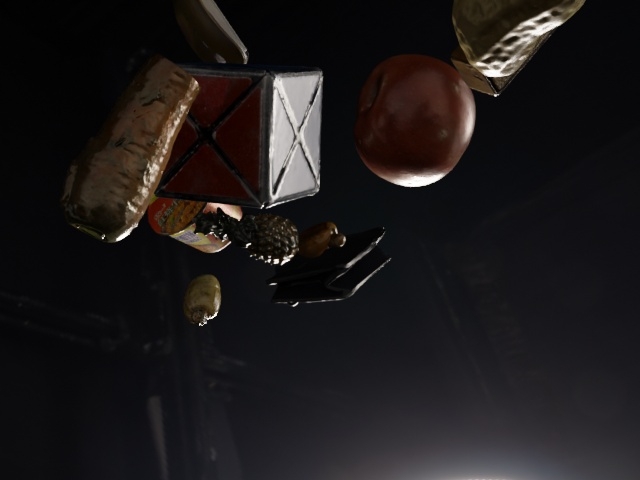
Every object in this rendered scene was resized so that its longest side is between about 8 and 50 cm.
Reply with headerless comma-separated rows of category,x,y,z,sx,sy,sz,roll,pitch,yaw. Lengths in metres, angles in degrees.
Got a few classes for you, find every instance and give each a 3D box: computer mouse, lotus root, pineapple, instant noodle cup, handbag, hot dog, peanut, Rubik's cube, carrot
computer mouse,-0.243,-0.452,1.947,0.056,0.126,0.245,-32,-95,-32
lotus root,-0.224,0.112,1.725,0.152,0.072,0.063,-95,-15,-56
pineapple,-0.168,-0.016,2.022,0.251,0.125,0.125,13,-133,-41
instant noodle cup,-0.315,-0.072,2.397,0.174,0.213,0.213,39,-151,-47
handbag,0.015,0.077,2.379,0.326,0.269,0.118,-33,-68,-59
hot dog,0.001,-0.001,2.136,0.060,0.140,0.090,45,-138,-18
peanut,0.286,-0.352,1.356,0.159,0.291,0.143,10,-110,-15
Rubik's cube,-0.151,-0.204,1.743,0.260,0.259,0.255,-22,-62,-62
carrot,-0.299,-0.142,1.463,0.139,0.302,0.139,30,171,5

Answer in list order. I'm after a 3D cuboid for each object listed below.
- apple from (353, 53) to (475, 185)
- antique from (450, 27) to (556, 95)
apple,0.235,-0.310,2.355,0.277,0.348,0.348,21,-145,-18
antique,0.392,-0.427,1.778,0.087,0.310,0.093,33,169,50
